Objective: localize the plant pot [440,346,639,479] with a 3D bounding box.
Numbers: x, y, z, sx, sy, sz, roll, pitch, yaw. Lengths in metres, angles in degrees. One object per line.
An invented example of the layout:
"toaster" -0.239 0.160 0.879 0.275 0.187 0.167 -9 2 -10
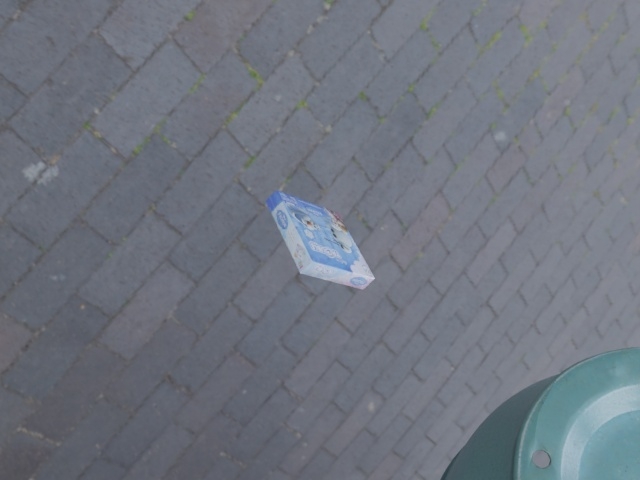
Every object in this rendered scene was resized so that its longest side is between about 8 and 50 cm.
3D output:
"plant pot" 0.218 0.210 0.554 0.272 0.272 0.255 -39 153 -18

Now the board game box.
"board game box" 0.000 0.000 0.723 0.090 0.090 0.020 17 127 -47
